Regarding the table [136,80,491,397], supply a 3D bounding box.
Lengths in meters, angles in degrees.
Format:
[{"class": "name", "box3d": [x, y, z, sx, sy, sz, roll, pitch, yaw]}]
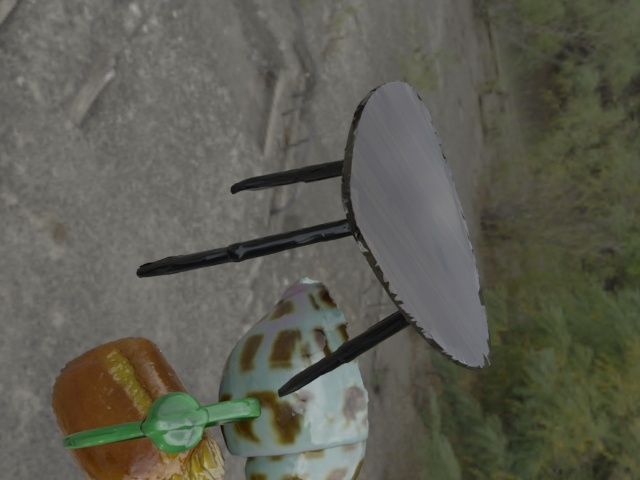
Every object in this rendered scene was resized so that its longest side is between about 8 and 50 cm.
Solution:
[{"class": "table", "box3d": [0.000, 0.000, 0.951, 0.317, 0.249, 0.318, 44, 37, -45]}]

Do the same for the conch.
[{"class": "conch", "box3d": [-0.030, 0.249, 1.240, 0.197, 0.249, 0.368, -24, 99, -26]}]

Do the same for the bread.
[{"class": "bread", "box3d": [-0.270, 0.269, 1.324, 0.288, 0.204, 0.156, 47, -29, 42]}]

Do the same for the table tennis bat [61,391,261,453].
[{"class": "table tennis bat", "box3d": [-0.118, 0.139, 0.689, 0.257, 0.160, 0.039, 138, -58, -73]}]
